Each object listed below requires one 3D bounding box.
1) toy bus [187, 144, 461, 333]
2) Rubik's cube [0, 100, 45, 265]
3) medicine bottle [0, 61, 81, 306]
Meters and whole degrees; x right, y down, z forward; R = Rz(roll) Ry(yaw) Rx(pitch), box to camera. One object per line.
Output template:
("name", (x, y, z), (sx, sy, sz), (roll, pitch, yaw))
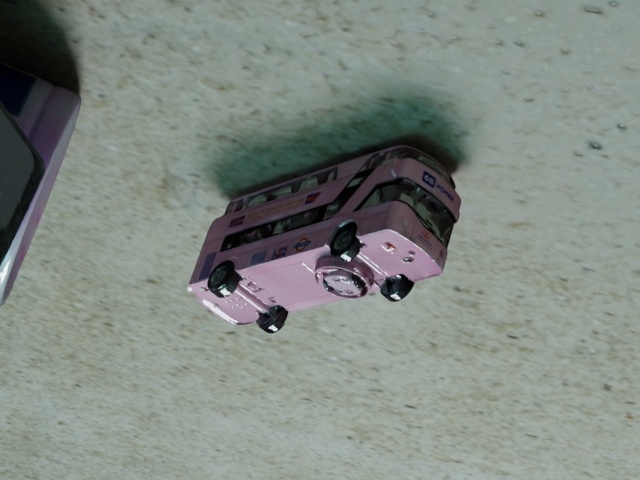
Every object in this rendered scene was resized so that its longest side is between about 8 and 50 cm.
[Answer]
("toy bus", (0.000, 0.000, 1.271), (0.203, 0.090, 0.063), (-15, 136, 44))
("Rubik's cube", (-0.371, -0.021, 1.026), (0.301, 0.305, 0.303), (-21, 121, 24))
("medicine bottle", (-0.297, -0.070, 1.257), (0.254, 0.152, 0.152), (21, 149, -6))
